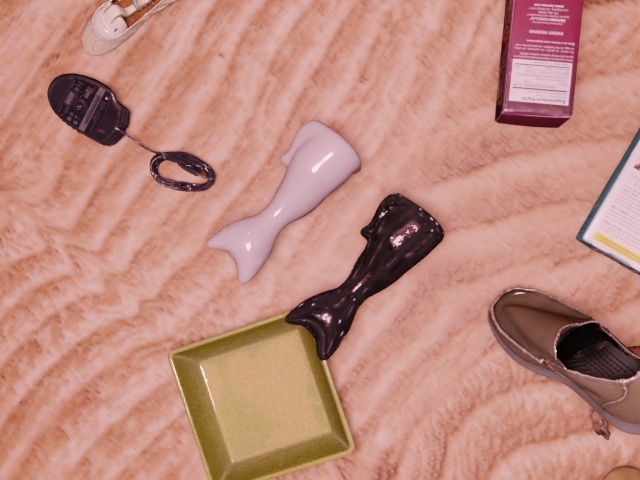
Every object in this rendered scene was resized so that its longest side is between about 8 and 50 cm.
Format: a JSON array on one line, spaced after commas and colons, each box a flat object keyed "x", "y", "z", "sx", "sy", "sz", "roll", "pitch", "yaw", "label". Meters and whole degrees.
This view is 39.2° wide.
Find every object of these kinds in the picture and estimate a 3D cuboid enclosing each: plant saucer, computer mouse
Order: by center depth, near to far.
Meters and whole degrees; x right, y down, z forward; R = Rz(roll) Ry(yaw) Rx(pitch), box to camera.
[{"x": -0.071, "y": 0.197, "z": 1.120, "sx": 0.188, "sy": 0.045, "sz": 0.188, "roll": -19, "pitch": 88, "yaw": 7, "label": "plant saucer"}, {"x": -0.238, "y": -0.135, "z": 1.145, "sx": 0.242, "sy": 0.041, "sz": 0.071, "roll": 34, "pitch": 103, "yaw": -2, "label": "computer mouse"}]

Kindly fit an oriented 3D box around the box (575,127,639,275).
[{"x": 0.406, "y": -0.083, "z": 1.054, "sx": 0.100, "sy": 0.060, "sz": 0.244, "roll": 30, "pitch": 94, "yaw": 5, "label": "box"}]

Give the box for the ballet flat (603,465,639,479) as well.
[{"x": 0.322, "y": 0.375, "z": 1.062, "sx": 0.080, "sy": 0.073, "sz": 0.232, "roll": 24, "pitch": 93, "yaw": 6, "label": "ballet flat"}]

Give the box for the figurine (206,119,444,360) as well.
[{"x": 0.000, "y": 0.000, "z": 1.069, "sx": 0.215, "sy": 0.092, "sz": 0.209, "roll": 42, "pitch": 84, "yaw": 5, "label": "figurine"}]

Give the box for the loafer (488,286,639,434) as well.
[{"x": 0.281, "y": 0.111, "z": 0.998, "sx": 0.094, "sy": 0.251, "sz": 0.087, "roll": -38, "pitch": 130, "yaw": -15, "label": "loafer"}]

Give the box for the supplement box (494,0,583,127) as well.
[{"x": 0.255, "y": -0.232, "z": 1.049, "sx": 0.081, "sy": 0.104, "sz": 0.188, "roll": 5, "pitch": 92, "yaw": 6, "label": "supplement box"}]

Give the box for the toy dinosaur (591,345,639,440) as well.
[{"x": 0.427, "y": 0.166, "z": 1.016, "sx": 0.200, "sy": 0.127, "sz": 0.295, "roll": -45, "pitch": 47, "yaw": -12, "label": "toy dinosaur"}]

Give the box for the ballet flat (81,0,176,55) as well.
[{"x": -0.241, "y": -0.296, "z": 1.131, "sx": 0.168, "sy": 0.052, "sz": 0.057, "roll": -36, "pitch": 87, "yaw": 6, "label": "ballet flat"}]
